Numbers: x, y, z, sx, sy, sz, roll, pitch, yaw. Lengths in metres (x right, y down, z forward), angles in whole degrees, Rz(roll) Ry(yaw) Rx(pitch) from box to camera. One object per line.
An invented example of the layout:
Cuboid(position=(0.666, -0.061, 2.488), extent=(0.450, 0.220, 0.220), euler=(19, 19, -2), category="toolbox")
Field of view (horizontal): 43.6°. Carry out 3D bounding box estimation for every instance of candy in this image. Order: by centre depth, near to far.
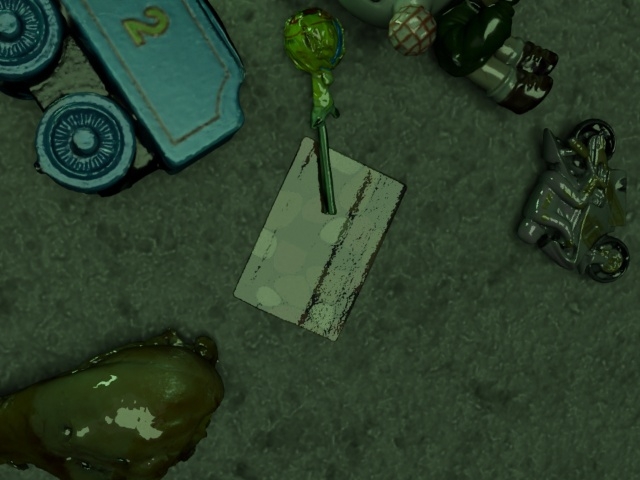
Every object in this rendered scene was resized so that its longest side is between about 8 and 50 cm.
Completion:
Cuboid(position=(0.002, -0.161, 1.015), extent=(0.077, 0.073, 0.262), euler=(-14, 104, -36), category="candy")

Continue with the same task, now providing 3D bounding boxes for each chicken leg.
Cuboid(position=(-0.331, 0.215, 0.969), extent=(0.429, 0.153, 0.201), euler=(-4, 84, -2), category="chicken leg")

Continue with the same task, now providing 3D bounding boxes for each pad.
Cuboid(position=(0.000, 0.000, 1.059), extent=(0.158, 0.003, 0.235), euler=(25, 92, -11), category="pad")

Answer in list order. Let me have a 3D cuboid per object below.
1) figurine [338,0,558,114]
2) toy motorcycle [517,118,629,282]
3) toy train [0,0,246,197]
Cuboid(position=(0.142, -0.303, 0.977), extent=(0.370, 0.167, 0.281), euler=(36, 55, -21), category="figurine")
Cuboid(position=(0.335, -0.045, 1.077), extent=(0.152, 0.073, 0.225), euler=(-10, 98, -6), category="toy motorcycle")
Cuboid(position=(-0.241, -0.209, 0.912), extent=(0.265, 0.188, 0.300), euler=(-34, 97, -9), category="toy train")
